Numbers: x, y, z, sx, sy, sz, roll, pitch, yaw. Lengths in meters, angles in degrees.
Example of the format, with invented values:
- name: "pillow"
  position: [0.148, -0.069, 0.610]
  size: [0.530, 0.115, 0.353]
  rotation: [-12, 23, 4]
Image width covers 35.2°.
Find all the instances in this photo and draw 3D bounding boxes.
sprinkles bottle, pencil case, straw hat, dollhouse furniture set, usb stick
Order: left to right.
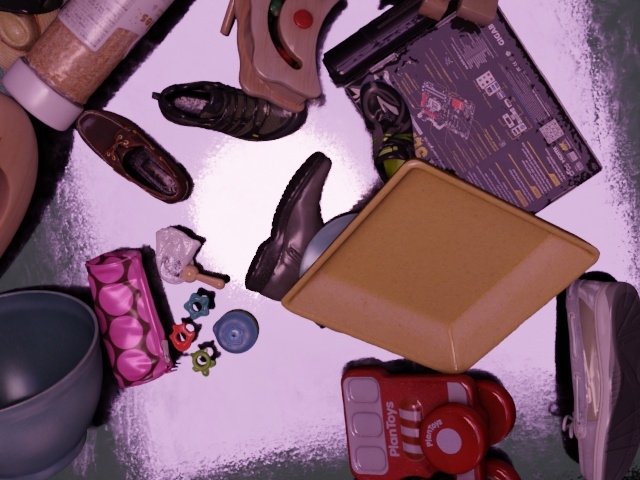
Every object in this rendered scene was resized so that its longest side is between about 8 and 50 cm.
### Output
- name: "straw hat"
  position: [-0.461, -0.323, 1.535]
  size: [0.144, 0.061, 0.145]
  rotation: [0, 96, 2]
- name: "sprinkles bottle"
  position: [-0.316, -0.331, 1.499]
  size: [0.121, 0.121, 0.355]
  rotation: [41, 95, -2]
- name: "pencil case"
  position: [-0.290, 0.116, 1.554]
  size: [0.098, 0.095, 0.209]
  rotation: [-13, 98, 38]
- name: "usb stick"
  position: [0.124, -0.328, 1.510]
  size: [0.278, 0.077, 0.045]
  rotation: [-34, 123, 4]
- name: "dollhouse furniture set"
  position: [0.172, -0.374, 1.463]
  size: [0.151, 0.123, 0.144]
  rotation: [18, 69, -8]

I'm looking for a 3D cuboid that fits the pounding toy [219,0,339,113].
- name: "pounding toy"
  position: [-0.056, -0.319, 1.507]
  size: [0.154, 0.155, 0.270]
  rotation: [0, 78, -22]

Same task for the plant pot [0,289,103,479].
- name: "plant pot"
  position: [-0.453, 0.236, 1.496]
  size: [0.292, 0.293, 0.196]
  rotation: [-6, 122, 3]

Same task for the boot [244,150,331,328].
- name: "boot"
  position: [0.000, 0.000, 1.551]
  size: [0.161, 0.083, 0.247]
  rotation: [24, 95, -12]

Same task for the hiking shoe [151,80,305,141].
- name: "hiking shoe"
  position: [-0.136, -0.192, 1.508]
  size: [0.226, 0.114, 0.086]
  rotation: [4, 96, 2]

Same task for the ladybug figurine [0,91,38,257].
- name: "ladybug figurine"
  position: [-0.600, -0.046, 1.473]
  size: [0.162, 0.305, 0.449]
  rotation: [39, 97, 34]

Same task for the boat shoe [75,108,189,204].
- name: "boat shoe"
  position: [-0.288, -0.132, 1.541]
  size: [0.207, 0.073, 0.073]
  rotation: [35, 96, 0]

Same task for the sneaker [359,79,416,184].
- name: "sneaker"
  position: [0.104, -0.140, 1.447]
  size: [0.067, 0.078, 0.188]
  rotation: [-15, 95, 9]

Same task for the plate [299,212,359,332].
- name: "plate"
  position: [0.059, 0.053, 1.531]
  size: [0.188, 0.024, 0.188]
  rotation: [-4, 102, -21]

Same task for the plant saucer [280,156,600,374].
- name: "plant saucer"
  position: [0.163, 0.030, 1.440]
  size: [0.332, 0.081, 0.333]
  rotation: [24, 131, -23]

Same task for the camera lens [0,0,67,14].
- name: "camera lens"
  position: [-0.434, -0.473, 1.419]
  size: [0.219, 0.219, 0.275]
  rotation: [10, 79, 1]

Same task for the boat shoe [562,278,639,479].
- name: "boat shoe"
  position: [0.423, 0.218, 1.537]
  size: [0.118, 0.103, 0.321]
  rotation: [-10, 100, -42]

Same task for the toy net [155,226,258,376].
- name: "toy net"
  position: [-0.198, 0.089, 1.573]
  size: [0.122, 0.045, 0.232]
  rotation: [-31, 92, 6]

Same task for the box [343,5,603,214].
- name: "box"
  position: [0.227, -0.168, 1.517]
  size: [0.257, 0.079, 0.322]
  rotation: [-34, 93, 7]

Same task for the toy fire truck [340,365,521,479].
- name: "toy fire truck"
  position: [0.159, 0.342, 1.538]
  size: [0.253, 0.169, 0.302]
  rotation: [-3, 97, 28]
